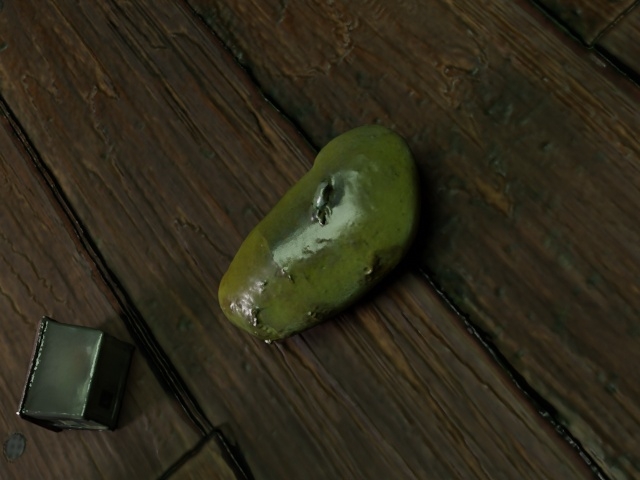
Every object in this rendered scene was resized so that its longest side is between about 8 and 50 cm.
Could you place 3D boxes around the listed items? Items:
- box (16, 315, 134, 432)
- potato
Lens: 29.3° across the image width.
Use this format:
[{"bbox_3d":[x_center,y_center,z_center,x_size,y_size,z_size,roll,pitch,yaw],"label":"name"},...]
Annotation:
[{"bbox_3d":[-0.193,0.109,0.975,0.063,0.060,0.084,0,69,26],"label":"box"},{"bbox_3d":[0.000,0.000,0.890,0.188,0.085,0.105,-43,52,14],"label":"potato"}]
